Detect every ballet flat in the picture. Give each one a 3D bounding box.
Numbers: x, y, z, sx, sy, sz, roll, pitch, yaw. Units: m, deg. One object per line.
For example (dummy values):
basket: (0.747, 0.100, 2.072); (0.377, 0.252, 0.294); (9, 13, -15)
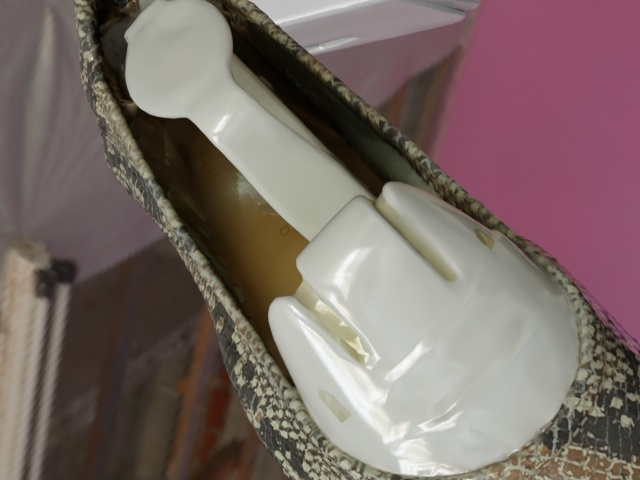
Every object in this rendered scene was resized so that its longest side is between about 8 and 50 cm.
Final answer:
ballet flat: (0.000, 0.000, 0.690); (0.164, 0.483, 0.182); (-38, -40, -5)

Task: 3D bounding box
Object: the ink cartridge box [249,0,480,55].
ink cartridge box: (-0.055, -0.351, 1.175); (0.166, 0.286, 0.394); (-10, -89, -61)
